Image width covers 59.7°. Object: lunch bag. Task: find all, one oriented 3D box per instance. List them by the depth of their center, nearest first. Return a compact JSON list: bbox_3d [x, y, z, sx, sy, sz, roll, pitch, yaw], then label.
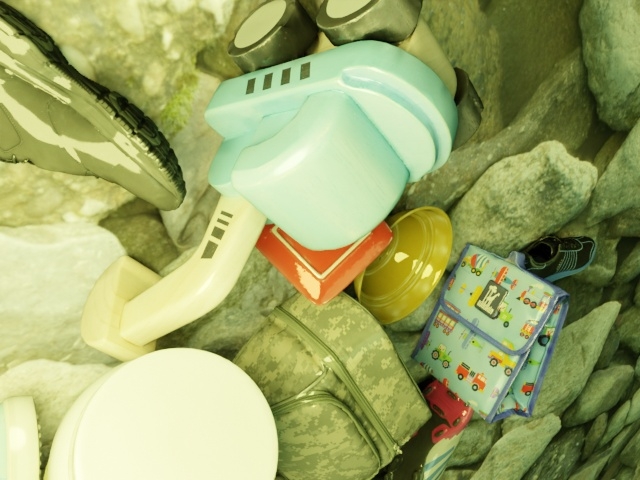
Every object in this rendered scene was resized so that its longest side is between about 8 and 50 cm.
[{"bbox_3d":[0.003,0.255,0.895,0.256,0.212,0.305,-39,128,-13],"label":"lunch bag"},{"bbox_3d":[0.337,0.159,1.075,0.138,0.221,0.293,6,109,-36],"label":"lunch bag"}]

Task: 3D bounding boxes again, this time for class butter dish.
[{"bbox_3d":[0.000,0.000,0.837,0.160,0.160,0.118,-44,171,-10],"label":"butter dish"}]

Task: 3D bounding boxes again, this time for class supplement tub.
[{"bbox_3d":[-0.201,0.275,0.665,0.235,0.235,0.325,-7,155,-32],"label":"supplement tub"}]

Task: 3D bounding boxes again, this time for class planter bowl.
[{"bbox_3d":[0.117,0.027,0.937,0.217,0.090,0.217,-22,128,-31],"label":"planter bowl"}]

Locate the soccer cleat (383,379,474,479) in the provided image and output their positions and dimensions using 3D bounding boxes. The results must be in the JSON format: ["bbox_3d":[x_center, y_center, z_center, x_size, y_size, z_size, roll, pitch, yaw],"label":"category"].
[{"bbox_3d":[0.252,0.429,1.239,0.143,0.116,0.331,14,106,-55],"label":"soccer cleat"}]

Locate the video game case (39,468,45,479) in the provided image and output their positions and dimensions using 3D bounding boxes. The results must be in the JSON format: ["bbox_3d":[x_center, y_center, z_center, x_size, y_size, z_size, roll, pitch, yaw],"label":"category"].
[{"bbox_3d":[-0.266,0.480,0.850,0.329,0.036,0.300,3,96,-22],"label":"video game case"}]

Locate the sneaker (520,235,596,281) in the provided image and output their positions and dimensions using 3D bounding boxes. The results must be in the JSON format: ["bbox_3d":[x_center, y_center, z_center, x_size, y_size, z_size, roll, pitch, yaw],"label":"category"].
[{"bbox_3d":[0.528,0.028,1.235,0.232,0.081,0.090,-23,131,-22],"label":"sneaker"}]

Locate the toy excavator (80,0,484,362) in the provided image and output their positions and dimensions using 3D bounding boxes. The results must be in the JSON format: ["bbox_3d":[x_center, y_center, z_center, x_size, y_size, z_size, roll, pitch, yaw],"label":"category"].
[{"bbox_3d":[-0.069,-0.057,0.665,0.222,0.433,0.445,44,57,-40],"label":"toy excavator"}]

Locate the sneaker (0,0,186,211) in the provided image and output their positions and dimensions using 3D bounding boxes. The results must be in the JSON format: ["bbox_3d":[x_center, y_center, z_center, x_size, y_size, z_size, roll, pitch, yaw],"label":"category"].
[{"bbox_3d":[-0.269,-0.117,0.579,0.286,0.109,0.130,40,99,-14],"label":"sneaker"}]

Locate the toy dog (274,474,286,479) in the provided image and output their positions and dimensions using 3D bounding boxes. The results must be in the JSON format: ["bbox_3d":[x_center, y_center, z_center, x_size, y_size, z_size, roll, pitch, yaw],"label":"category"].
[{"bbox_3d":[-0.149,0.607,1.001,0.220,0.161,0.333,9,107,-38],"label":"toy dog"}]

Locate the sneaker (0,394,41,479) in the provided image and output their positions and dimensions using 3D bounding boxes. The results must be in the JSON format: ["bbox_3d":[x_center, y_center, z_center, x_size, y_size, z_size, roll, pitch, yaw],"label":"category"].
[{"bbox_3d":[-0.455,0.356,0.684,0.150,0.135,0.366,13,103,-41],"label":"sneaker"}]
